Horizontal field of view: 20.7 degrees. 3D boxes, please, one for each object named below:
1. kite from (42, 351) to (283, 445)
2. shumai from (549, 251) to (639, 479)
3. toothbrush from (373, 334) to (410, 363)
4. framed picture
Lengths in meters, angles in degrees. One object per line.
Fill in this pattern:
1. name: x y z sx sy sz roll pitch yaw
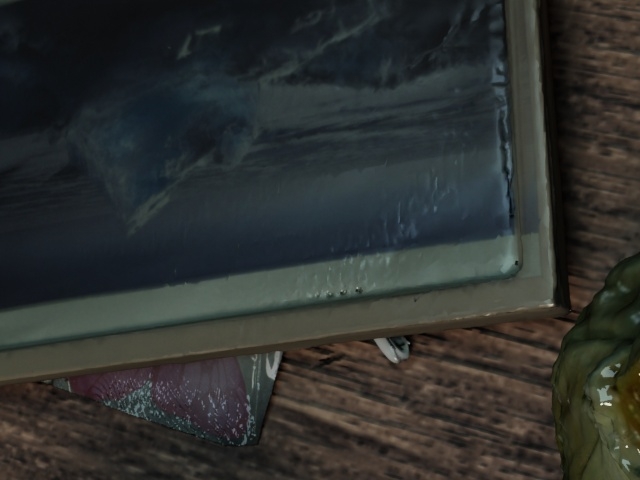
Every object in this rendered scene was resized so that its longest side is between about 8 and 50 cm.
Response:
1. kite: -0.172 0.034 1.183 0.360 0.022 0.204 -3 77 28
2. shumai: 0.200 0.101 0.865 0.189 0.218 0.256 -32 64 8
3. toothbrush: 0.000 0.000 1.109 0.204 0.017 0.022 54 134 31
4. framed picture: -0.063 -0.084 1.129 0.446 0.028 0.326 -10 73 25
